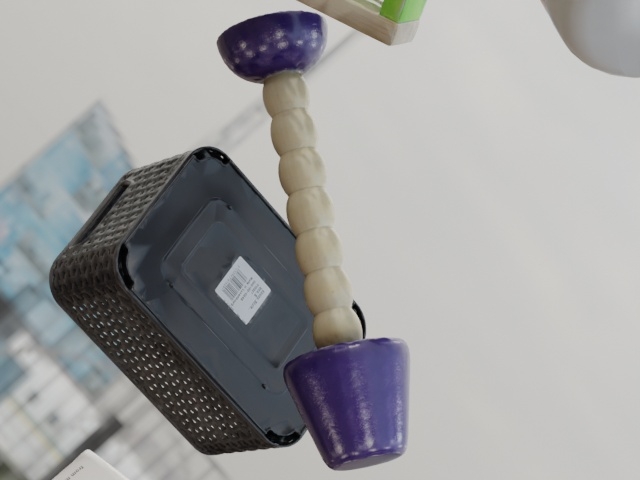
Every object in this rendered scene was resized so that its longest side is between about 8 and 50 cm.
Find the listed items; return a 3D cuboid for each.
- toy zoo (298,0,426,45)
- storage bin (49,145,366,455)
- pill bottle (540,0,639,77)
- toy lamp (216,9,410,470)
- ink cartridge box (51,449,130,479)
[{"bbox_3d":[0.013,-0.280,1.107,0.192,0.293,0.030,28,25,24],"label":"toy zoo"},{"bbox_3d":[-0.071,0.042,1.297,0.084,0.122,0.180,-12,-55,50],"label":"storage bin"},{"bbox_3d":[0.189,-0.323,1.338,0.224,0.224,0.392,65,2,-61],"label":"pill bottle"},{"bbox_3d":[0.000,0.000,1.196,0.080,0.080,0.275,95,-17,-77],"label":"toy lamp"},{"bbox_3d":[-0.118,0.325,1.621,0.273,0.115,0.198,31,-28,37],"label":"ink cartridge box"}]
